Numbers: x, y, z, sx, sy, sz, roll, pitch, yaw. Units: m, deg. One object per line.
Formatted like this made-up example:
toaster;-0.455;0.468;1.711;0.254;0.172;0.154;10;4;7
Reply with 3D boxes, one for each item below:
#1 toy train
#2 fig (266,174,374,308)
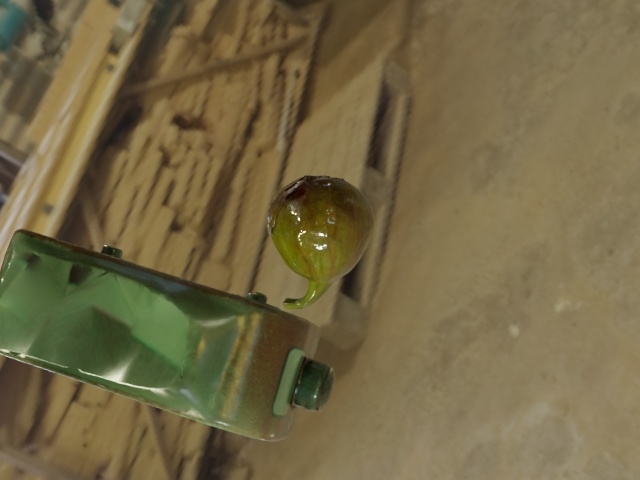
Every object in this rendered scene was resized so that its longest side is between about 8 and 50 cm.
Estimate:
toy train;-0.147;0.085;1.023;0.159;0.326;0.129;37;-109;-77
fig;0.000;0.000;0.835;0.084;0.082;0.098;-7;89;26
